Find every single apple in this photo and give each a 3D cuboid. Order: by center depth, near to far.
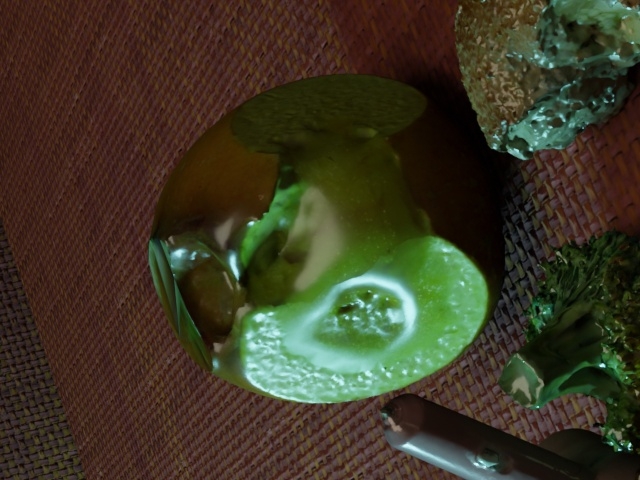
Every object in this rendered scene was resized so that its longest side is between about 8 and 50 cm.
[{"bbox_3d":[0.000,0.000,1.838,0.384,0.374,0.374,-18,86,65],"label":"apple"}]

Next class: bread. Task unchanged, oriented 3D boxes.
[{"bbox_3d":[0.212,-0.212,1.494,0.192,0.171,0.314,67,152,11],"label":"bread"}]

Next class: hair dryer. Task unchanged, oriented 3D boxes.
[{"bbox_3d":[0.201,0.223,1.560,0.210,0.352,0.125,20,87,62],"label":"hair dryer"}]

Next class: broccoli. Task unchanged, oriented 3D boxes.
[{"bbox_3d":[0.242,0.106,1.567,0.219,0.194,0.194,59,151,12],"label":"broccoli"}]

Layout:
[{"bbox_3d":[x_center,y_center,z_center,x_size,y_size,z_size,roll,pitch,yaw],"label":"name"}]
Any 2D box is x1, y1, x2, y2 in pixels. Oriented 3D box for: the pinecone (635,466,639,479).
[{"bbox_3d":[0.355,0.230,1.391,0.221,0.221,0.221,39,136,52],"label":"pinecone"}]
